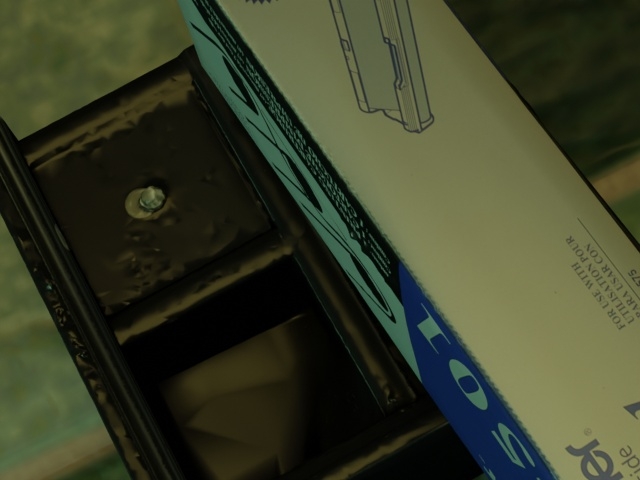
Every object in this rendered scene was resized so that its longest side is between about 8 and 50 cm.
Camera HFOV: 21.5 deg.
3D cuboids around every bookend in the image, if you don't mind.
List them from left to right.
[{"bbox_3d":[0.000,0.000,0.493,0.157,0.072,0.156,-28,68,-4],"label":"bookend"}]

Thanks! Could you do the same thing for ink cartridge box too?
[{"bbox_3d":[0.033,0.002,0.395,0.046,0.097,0.207,-33,69,-6],"label":"ink cartridge box"}]
